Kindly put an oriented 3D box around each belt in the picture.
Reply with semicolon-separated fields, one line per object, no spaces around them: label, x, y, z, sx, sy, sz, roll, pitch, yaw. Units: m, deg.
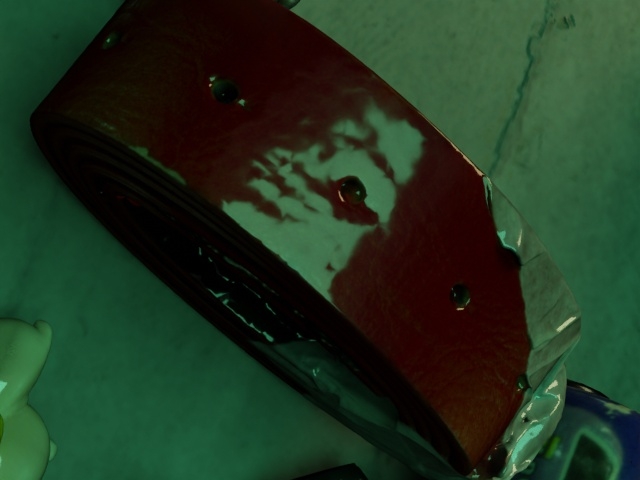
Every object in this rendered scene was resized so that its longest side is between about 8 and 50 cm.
belt;0.000;0.000;0.959;0.324;0.227;0.115;43;75;-18

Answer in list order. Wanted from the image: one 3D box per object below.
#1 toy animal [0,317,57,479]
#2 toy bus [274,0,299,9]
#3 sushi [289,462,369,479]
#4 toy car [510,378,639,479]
toy animal;-0.181;0.101;0.961;0.082;0.091;0.114;50;38;-31
toy bus;-0.004;-0.223;1.048;0.106;0.092;0.268;45;71;-4
sushi;0.006;0.175;1.044;0.085;0.056;0.083;-15;85;-23
toy car;0.180;0.186;1.050;0.235;0.158;0.172;29;75;-34
